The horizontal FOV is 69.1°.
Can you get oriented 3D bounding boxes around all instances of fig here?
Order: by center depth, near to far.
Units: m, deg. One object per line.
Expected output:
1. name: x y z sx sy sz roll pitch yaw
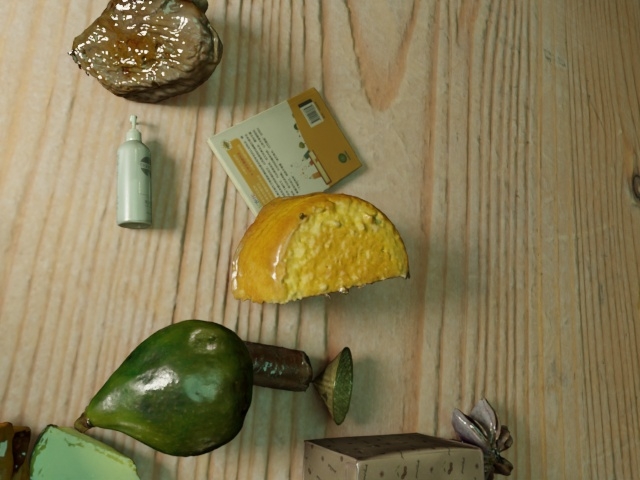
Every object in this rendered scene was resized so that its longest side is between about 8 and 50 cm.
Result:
1. fig: -0.221 0.224 0.680 0.245 0.195 0.195 -8 84 -36

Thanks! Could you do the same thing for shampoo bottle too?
1. shampoo bottle: -0.313 -0.120 0.778 0.056 0.056 0.195 1 80 -32

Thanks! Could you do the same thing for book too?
1. book: -0.061 -0.179 0.967 0.295 0.020 0.208 -37 99 -32

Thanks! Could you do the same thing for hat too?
1. hat: 0.015 0.274 0.895 0.146 0.067 0.146 2 90 -72

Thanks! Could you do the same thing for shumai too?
1. shumai: -0.282 -0.345 0.818 0.184 0.218 0.185 54 15 -23

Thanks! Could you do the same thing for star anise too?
1. star anise: 0.349 0.468 1.043 0.236 0.093 0.229 -29 101 -29

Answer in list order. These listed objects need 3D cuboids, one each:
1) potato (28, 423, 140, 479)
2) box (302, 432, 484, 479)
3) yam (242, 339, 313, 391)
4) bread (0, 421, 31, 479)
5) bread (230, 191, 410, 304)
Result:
1. potato: -0.335 0.348 0.664 0.198 0.054 0.119 47 60 -10
2. box: 0.130 0.484 0.841 0.297 0.190 0.225 11 73 -31
3. yam: -0.088 0.226 0.831 0.141 0.079 0.079 17 71 -27
4. bread: -0.503 0.328 0.442 0.370 0.191 0.314 6 58 -28
5. bread: 0.000 0.000 0.855 0.340 0.194 0.179 -8 97 -30
